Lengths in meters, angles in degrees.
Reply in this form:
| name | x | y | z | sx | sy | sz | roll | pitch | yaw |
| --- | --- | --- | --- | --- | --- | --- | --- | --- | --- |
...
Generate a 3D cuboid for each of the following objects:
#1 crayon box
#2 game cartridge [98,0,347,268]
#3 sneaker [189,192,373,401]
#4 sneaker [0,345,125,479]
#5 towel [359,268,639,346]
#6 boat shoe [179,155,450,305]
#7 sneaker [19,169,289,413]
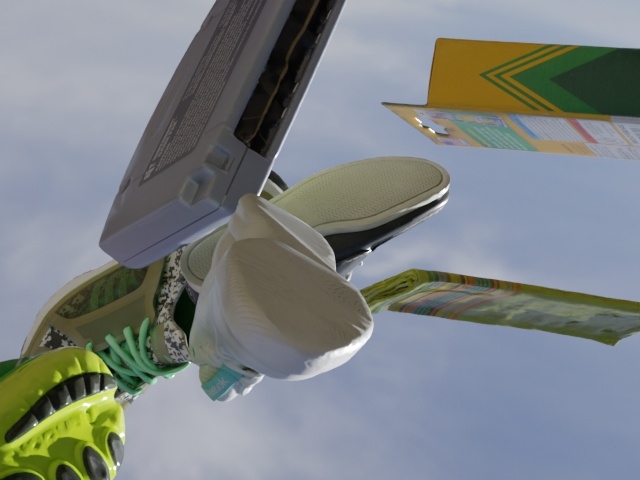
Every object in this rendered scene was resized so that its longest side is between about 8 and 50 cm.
| name | x | y | z | sx | sy | sz | roll | pitch | yaw |
| --- | --- | --- | --- | --- | --- | --- | --- | --- | --- |
| crayon box | 0.255 | -0.153 | 1.790 | 0.323 | 0.083 | 0.203 | 6 | 172 | 24 |
| game cartridge | -0.071 | -0.118 | 1.276 | 0.060 | 0.294 | 0.196 | 36 | 150 | -23 |
| sneaker | -0.032 | 0.046 | 0.815 | 0.080 | 0.094 | 0.212 | 32 | -171 | -9 |
| sneaker | -0.223 | 0.131 | 0.807 | 0.123 | 0.109 | 0.295 | -12 | -178 | 36 |
| towel | 0.154 | 0.053 | 1.248 | 0.237 | 0.021 | 0.102 | 8 | 166 | -23 |
| boat shoe | 0.000 | 0.000 | 1.321 | 0.233 | 0.079 | 0.084 | -25 | -137 | -11 |
| sneaker | -0.184 | 0.093 | 1.745 | 0.158 | 0.410 | 0.182 | 39 | -168 | -23 |
